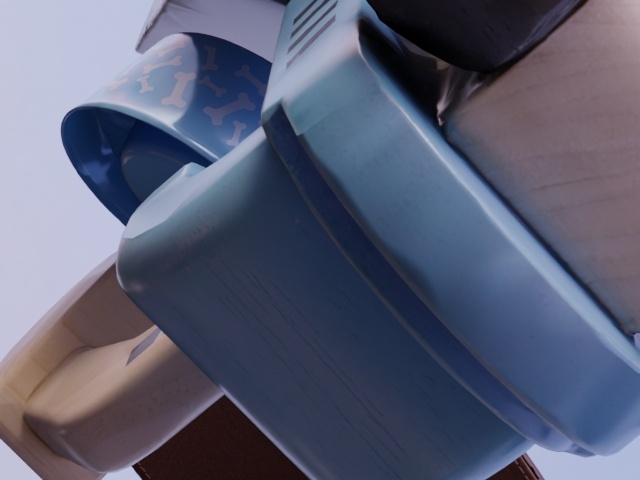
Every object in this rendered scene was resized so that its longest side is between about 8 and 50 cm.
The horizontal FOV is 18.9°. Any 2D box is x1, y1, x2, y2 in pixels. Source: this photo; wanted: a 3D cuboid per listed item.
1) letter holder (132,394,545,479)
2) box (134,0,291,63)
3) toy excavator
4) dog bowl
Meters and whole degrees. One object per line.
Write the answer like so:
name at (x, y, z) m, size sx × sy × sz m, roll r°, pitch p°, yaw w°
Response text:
letter holder at (0.036, 0.135, 1.216) m, size 0.214 × 0.152 × 0.302 m, roll -46°, pitch -107°, yaw 22°
box at (0.044, -0.236, 1.101) m, size 0.343 × 0.179 × 0.313 m, roll 163°, pitch -52°, yaw -79°
toy excavator at (-0.007, 0.011, 0.850) m, size 0.222 × 0.445 × 0.433 m, roll 48°, pitch 13°, yaw -13°
dog bowl at (0.000, 0.000, 1.041) m, size 0.297 × 0.074 × 0.166 m, roll 39°, pitch -22°, yaw -8°
